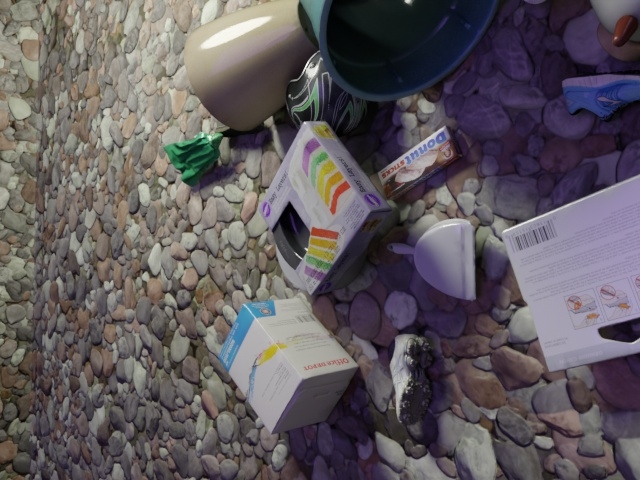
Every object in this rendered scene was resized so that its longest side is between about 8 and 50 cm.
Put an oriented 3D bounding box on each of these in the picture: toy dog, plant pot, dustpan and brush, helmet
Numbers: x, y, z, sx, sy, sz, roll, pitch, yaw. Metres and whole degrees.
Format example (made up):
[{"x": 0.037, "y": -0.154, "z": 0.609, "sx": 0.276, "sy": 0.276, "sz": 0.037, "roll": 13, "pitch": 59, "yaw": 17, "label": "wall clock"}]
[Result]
[{"x": 0.367, "y": -0.374, "z": 0.826, "sx": 0.333, "sy": 0.161, "sz": 0.220, "roll": 38, "pitch": 149, "yaw": 26, "label": "toy dog"}, {"x": 0.092, "y": -0.488, "z": 1.077, "sx": 0.341, "sy": 0.341, "sz": 0.334, "roll": -53, "pitch": 47, "yaw": 30, "label": "plant pot"}, {"x": -0.111, "y": -0.408, "z": 1.310, "sx": 0.274, "sy": 0.256, "sz": 0.257, "roll": -18, "pitch": 77, "yaw": 37, "label": "plant pot"}, {"x": 0.204, "y": 0.026, "z": 1.132, "sx": 0.211, "sy": 0.060, "sz": 0.147, "roll": 6, "pitch": 106, "yaw": 38, "label": "dustpan and brush"}, {"x": 0.023, "y": -0.298, "z": 1.232, "sx": 0.161, "sy": 0.169, "sz": 0.170, "roll": -23, "pitch": 73, "yaw": 54, "label": "helmet"}]

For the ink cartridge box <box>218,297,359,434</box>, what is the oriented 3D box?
[{"x": -0.074, "y": 0.266, "z": 1.308, "sx": 0.233, "sy": 0.171, "sz": 0.168, "roll": 45, "pitch": 119, "yaw": 35, "label": "ink cartridge box"}]

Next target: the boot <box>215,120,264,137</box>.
[{"x": -0.208, "y": -0.376, "z": 1.526, "sx": 0.189, "sy": 0.076, "sz": 0.209, "roll": 3, "pitch": 85, "yaw": 42, "label": "boot"}]

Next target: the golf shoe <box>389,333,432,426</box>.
[{"x": 0.168, "y": 0.266, "z": 1.164, "sx": 0.086, "sy": 0.069, "sz": 0.176, "roll": 10, "pitch": 94, "yaw": 64, "label": "golf shoe"}]

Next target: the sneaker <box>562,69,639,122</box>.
[{"x": 0.447, "y": -0.216, "z": 0.903, "sx": 0.162, "sy": 0.063, "sz": 0.073, "roll": 12, "pitch": 115, "yaw": 48, "label": "sneaker"}]

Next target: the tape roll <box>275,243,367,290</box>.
[{"x": 0.000, "y": 0.000, "z": 1.310, "sx": 0.219, "sy": 0.072, "sz": 0.219, "roll": 0, "pitch": 90, "yaw": 44, "label": "tape roll"}]

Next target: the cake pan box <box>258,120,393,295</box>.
[{"x": -0.005, "y": -0.059, "z": 1.194, "sx": 0.246, "sy": 0.070, "sz": 0.267, "roll": 59, "pitch": 136, "yaw": 26, "label": "cake pan box"}]

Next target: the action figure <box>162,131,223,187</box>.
[{"x": -0.323, "y": -0.235, "z": 1.605, "sx": 0.232, "sy": 0.063, "sz": 0.137, "roll": -18, "pitch": 115, "yaw": 50, "label": "action figure"}]

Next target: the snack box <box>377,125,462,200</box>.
[{"x": 0.189, "y": -0.146, "z": 1.163, "sx": 0.178, "sy": 0.022, "sz": 0.064, "roll": -33, "pitch": 66, "yaw": 39, "label": "snack box"}]

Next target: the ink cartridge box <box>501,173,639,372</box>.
[{"x": 0.436, "y": 0.048, "z": 0.897, "sx": 0.275, "sy": 0.060, "sz": 0.239, "roll": -27, "pitch": 72, "yaw": 40, "label": "ink cartridge box"}]
